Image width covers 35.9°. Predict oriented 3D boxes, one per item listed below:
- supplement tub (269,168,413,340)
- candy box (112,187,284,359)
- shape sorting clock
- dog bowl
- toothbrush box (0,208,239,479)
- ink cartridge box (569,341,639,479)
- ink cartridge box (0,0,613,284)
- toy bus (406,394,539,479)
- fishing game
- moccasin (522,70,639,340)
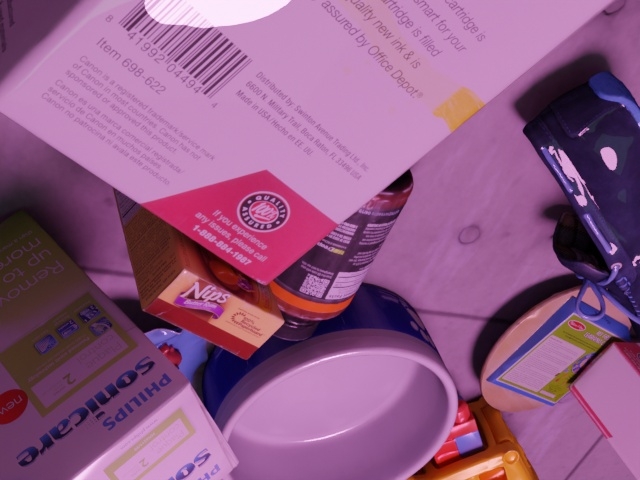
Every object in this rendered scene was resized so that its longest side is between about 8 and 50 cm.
[{"bbox_3d":[0.000,0.000,0.911,0.106,0.106,0.198,9,127,-27],"label":"supplement tub"},{"bbox_3d":[-0.106,0.003,0.817,0.053,0.186,0.109,-44,129,17],"label":"candy box"},{"bbox_3d":[0.278,0.128,1.168,0.206,0.040,0.206,-15,138,-14],"label":"shape sorting clock"},{"bbox_3d":[0.008,0.174,1.069,0.265,0.104,0.265,-10,132,-11],"label":"dog bowl"},{"bbox_3d":[-0.236,0.131,0.782,0.206,0.283,0.122,-38,139,-17],"label":"toothbrush box"},{"bbox_3d":[0.432,0.208,1.189,0.218,0.158,0.092,8,127,-41],"label":"ink cartridge box"},{"bbox_3d":[-0.004,-0.188,0.703,0.385,0.160,0.279,-38,132,15],"label":"ink cartridge box"},{"bbox_3d":[0.145,0.283,1.201,0.220,0.149,0.211,-23,121,4],"label":"toy bus"},{"bbox_3d":[-0.182,0.157,0.981,0.264,0.041,0.189,-50,155,12],"label":"fishing game"},{"bbox_3d":[0.287,-0.014,1.005,0.117,0.137,0.342,-23,120,7],"label":"moccasin"}]
